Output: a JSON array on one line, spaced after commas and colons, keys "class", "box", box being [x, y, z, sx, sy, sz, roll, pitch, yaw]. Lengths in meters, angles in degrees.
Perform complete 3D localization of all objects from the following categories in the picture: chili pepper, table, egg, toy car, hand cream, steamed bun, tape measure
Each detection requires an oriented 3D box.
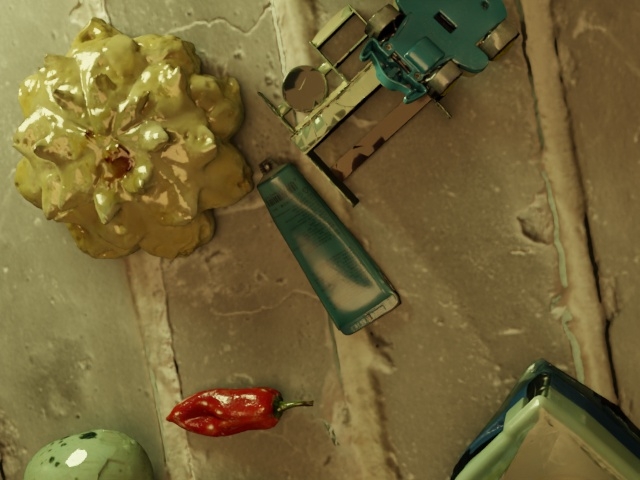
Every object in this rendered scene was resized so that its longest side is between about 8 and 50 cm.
[{"class": "chili pepper", "box": [-0.101, 0.200, 1.100, 0.191, 0.050, 0.059, -10, 110, 19]}, {"class": "table", "box": [0.033, -0.152, 1.035, 0.146, 0.062, 0.175, -43, 90, 12]}, {"class": "egg", "box": [-0.277, 0.283, 1.104, 0.164, 0.131, 0.131, 7, 97, 17]}, {"class": "toy car", "box": [0.114, -0.201, 0.971, 0.126, 0.098, 0.161, 43, 75, 5]}, {"class": "hand cream", "box": [0.000, 0.000, 1.070, 0.083, 0.048, 0.224, -32, 95, 13]}, {"class": "steamed bun", "box": [-0.233, -0.110, 1.055, 0.292, 0.137, 0.295, -11, 95, 15]}, {"class": "tape measure", "box": [0.255, 0.306, 0.999, 0.259, 0.138, 0.262, 42, 101, 6]}]
